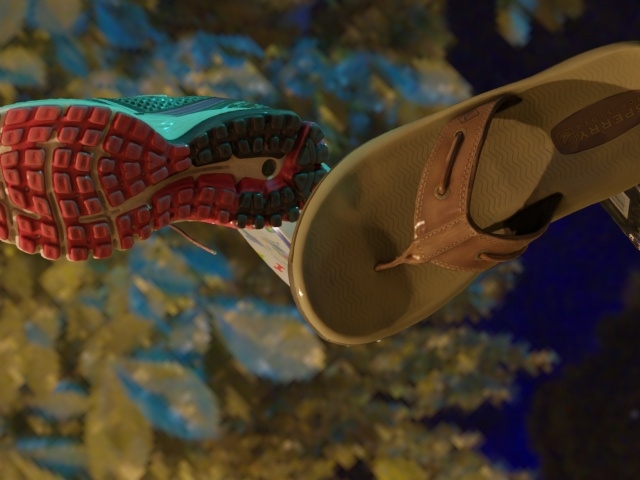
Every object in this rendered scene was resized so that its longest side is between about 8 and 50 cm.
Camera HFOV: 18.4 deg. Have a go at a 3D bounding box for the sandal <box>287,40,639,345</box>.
[{"bbox_3d":[0.110,-0.040,1.282,0.302,0.120,0.086,-31,7,1],"label":"sandal"}]

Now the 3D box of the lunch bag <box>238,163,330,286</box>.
[{"bbox_3d":[0.000,0.000,1.767,0.090,0.176,0.219,-44,19,-7],"label":"lunch bag"}]

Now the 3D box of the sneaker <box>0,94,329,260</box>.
[{"bbox_3d":[-0.146,-0.054,1.507,0.299,0.112,0.121,0,-75,-31],"label":"sneaker"}]

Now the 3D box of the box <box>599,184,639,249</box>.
[{"bbox_3d":[0.338,-0.091,1.865,0.158,0.093,0.156,-36,-18,-6],"label":"box"}]
